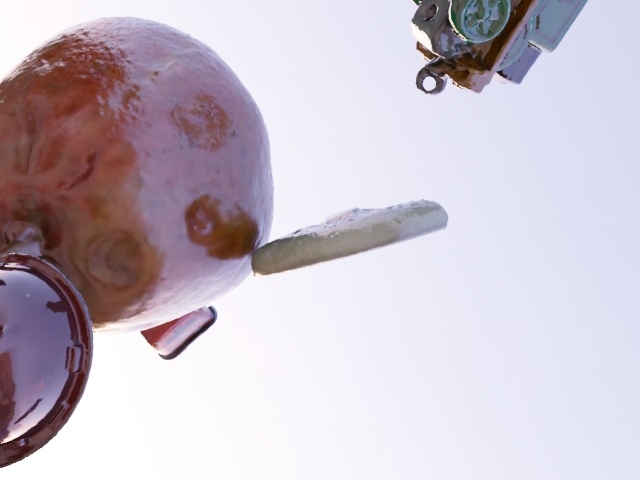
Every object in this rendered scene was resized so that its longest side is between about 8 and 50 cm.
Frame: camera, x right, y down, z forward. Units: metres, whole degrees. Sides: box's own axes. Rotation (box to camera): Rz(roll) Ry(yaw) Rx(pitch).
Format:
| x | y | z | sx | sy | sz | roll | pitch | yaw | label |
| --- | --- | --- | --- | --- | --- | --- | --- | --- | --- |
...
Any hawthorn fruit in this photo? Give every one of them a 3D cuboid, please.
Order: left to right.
| x | y | z | sx | sy | sz | roll | pitch | yaw | label |
| --- | --- | --- | --- | --- | --- | --- | --- | --- | --- |
| -0.180 | -0.037 | 0.615 | 0.277 | 0.298 | 0.276 | 7 | -64 | 15 | hawthorn fruit |

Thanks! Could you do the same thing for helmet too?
| x | y | z | sx | sy | sz | roll | pitch | yaw | label |
| --- | --- | --- | --- | --- | --- | --- | --- | --- | --- |
| -0.160 | 0.061 | 0.327 | 0.089 | 0.057 | 0.111 | 38 | -78 | 11 | helmet |

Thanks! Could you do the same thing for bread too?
| x | y | z | sx | sy | sz | roll | pitch | yaw | label |
| --- | --- | --- | --- | --- | --- | --- | --- | --- | --- |
| -0.001 | 0.000 | 0.580 | 0.193 | 0.112 | 0.036 | -15 | -88 | 59 | bread |

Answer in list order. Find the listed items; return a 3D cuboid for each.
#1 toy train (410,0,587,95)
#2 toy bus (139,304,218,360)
| x | y | z | sx | sy | sz | roll | pitch | yaw | label |
| --- | --- | --- | --- | --- | --- | --- | --- | --- | --- |
| 0.152 | -0.198 | 0.524 | 0.227 | 0.136 | 0.091 | -62 | -148 | 23 | toy train |
| -0.300 | 0.065 | 1.200 | 0.265 | 0.121 | 0.120 | 47 | -4 | 18 | toy bus |
